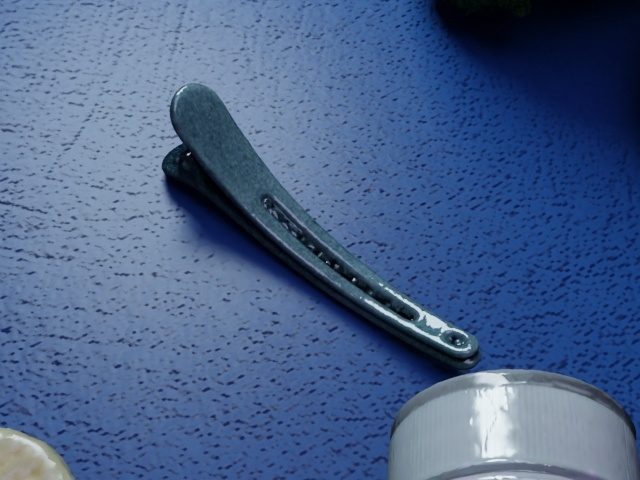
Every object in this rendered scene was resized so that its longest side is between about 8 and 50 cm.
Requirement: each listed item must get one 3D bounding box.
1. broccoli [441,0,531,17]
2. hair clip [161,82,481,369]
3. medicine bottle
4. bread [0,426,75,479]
[{"bbox_3d":[0.184,-0.278,0.784,0.275,0.308,0.308,41,51,-30],"label":"broccoli"},{"bbox_3d":[0.000,0.000,0.693,0.229,0.070,0.039,39,58,11],"label":"hair clip"},{"bbox_3d":[0.085,0.193,0.506,0.143,0.143,0.258,7,50,0],"label":"medicine bottle"},{"bbox_3d":[-0.251,0.192,0.540,0.316,0.054,0.316,2,57,-2],"label":"bread"}]
